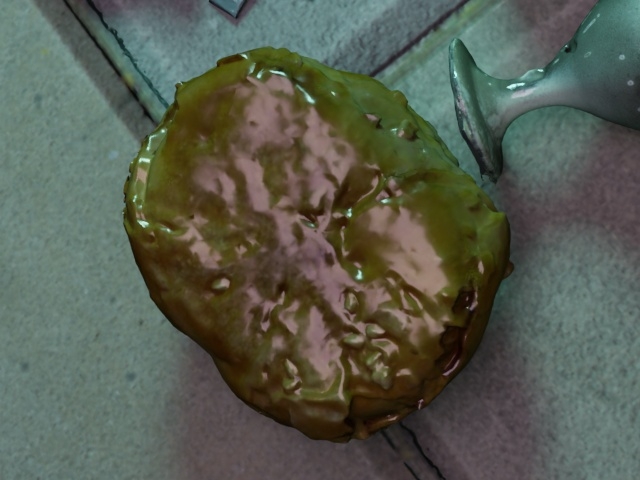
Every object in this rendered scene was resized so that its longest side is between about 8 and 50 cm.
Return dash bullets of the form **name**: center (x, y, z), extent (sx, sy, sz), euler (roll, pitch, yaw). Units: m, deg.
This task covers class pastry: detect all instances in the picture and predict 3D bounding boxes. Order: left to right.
- **pastry**: center (0.000, 0.000, 1.499), extent (0.255, 0.162, 0.311), euler (-39, 79, 10)

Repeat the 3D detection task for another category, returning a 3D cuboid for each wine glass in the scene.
- **wine glass**: center (0.224, -0.132, 1.471), extent (0.241, 0.126, 0.126), euler (-16, 81, 13)

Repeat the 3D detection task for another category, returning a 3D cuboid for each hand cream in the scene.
- **hand cream**: center (-0.057, -0.229, 1.608), extent (0.030, 0.019, 0.093), euler (38, 98, 16)
